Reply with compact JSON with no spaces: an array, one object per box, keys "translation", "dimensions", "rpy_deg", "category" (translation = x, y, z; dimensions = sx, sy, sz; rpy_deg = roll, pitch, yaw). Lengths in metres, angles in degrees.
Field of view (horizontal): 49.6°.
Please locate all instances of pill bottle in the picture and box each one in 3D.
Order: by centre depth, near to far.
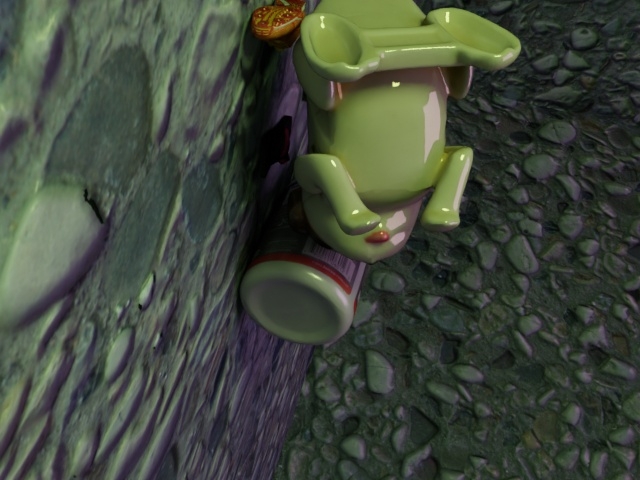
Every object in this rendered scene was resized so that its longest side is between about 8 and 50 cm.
[{"translation":[0.000,0.000,1.322],"dimensions":[0.210,0.210,0.363],"rpy_deg":[97,11,-46],"category":"pill bottle"}]

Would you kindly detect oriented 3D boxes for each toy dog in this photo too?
[{"translation":[0.059,-0.149,1.055],"dimensions":[0.395,0.285,0.408],"rpy_deg":[53,-32,44],"category":"toy dog"}]

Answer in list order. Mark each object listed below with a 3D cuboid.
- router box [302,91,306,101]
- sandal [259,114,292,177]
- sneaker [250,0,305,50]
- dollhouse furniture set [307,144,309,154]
[{"translation":[0.066,-0.314,1.321],"dimensions":[0.046,0.179,0.133],"rpy_deg":[-64,166,-65],"category":"router box"},{"translation":[-0.065,-0.163,1.176],"dimensions":[0.179,0.040,0.067],"rpy_deg":[-65,167,-54],"category":"sandal"},{"translation":[-0.052,-0.289,0.947],"dimensions":[0.175,0.064,0.067],"rpy_deg":[-61,160,-63],"category":"sneaker"},{"translation":[0.022,-0.254,1.544],"dimensions":[0.081,0.091,0.114],"rpy_deg":[-95,-169,-63],"category":"dollhouse furniture set"}]
